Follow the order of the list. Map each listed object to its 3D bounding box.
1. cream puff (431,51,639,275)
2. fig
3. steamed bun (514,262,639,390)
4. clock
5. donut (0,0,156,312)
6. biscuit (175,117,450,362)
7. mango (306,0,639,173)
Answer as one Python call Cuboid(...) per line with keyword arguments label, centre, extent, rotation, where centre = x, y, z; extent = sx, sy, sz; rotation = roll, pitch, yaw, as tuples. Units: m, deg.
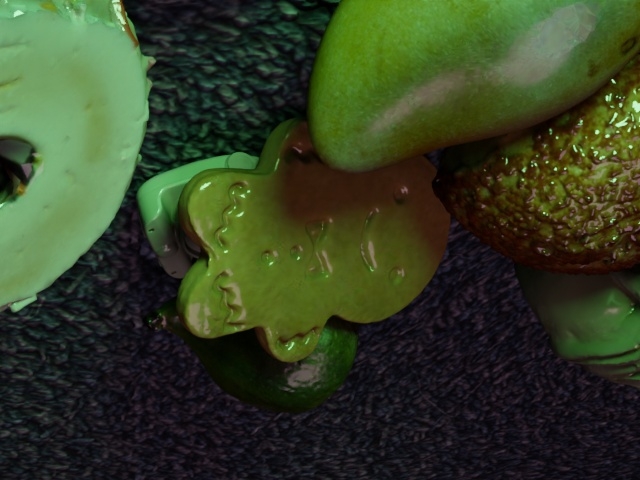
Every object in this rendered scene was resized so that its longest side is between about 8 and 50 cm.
Cuboid(label="cream puff", centre=(0.297, -0.079, 1.570), extent=(0.350, 0.229, 0.350), rotation=(-21, 178, -1))
Cuboid(label="fig", centre=(-0.088, 0.092, 1.755), extent=(0.235, 0.203, 0.203), rotation=(21, 134, -26))
Cuboid(label="steamed bun", centre=(0.408, 0.059, 1.792), extent=(0.324, 0.309, 0.219), rotation=(-23, 119, -40))
Cuboid(label="clock", centre=(-0.103, -0.034, 1.648), extent=(0.191, 0.062, 0.151), rotation=(-19, 149, 0))
Cuboid(label="donut", centre=(-0.320, -0.087, 1.277), extent=(0.382, 0.142, 0.383), rotation=(-32, 145, -26))
Cuboid(label="biscuit", centre=(0.002, 0.001, 1.624), extent=(0.355, 0.052, 0.275), rotation=(-4, 107, -34))
Cuboid(label="mango", centre=(0.149, -0.197, 1.364), extent=(0.384, 0.199, 0.221), rotation=(-36, 114, 10))
